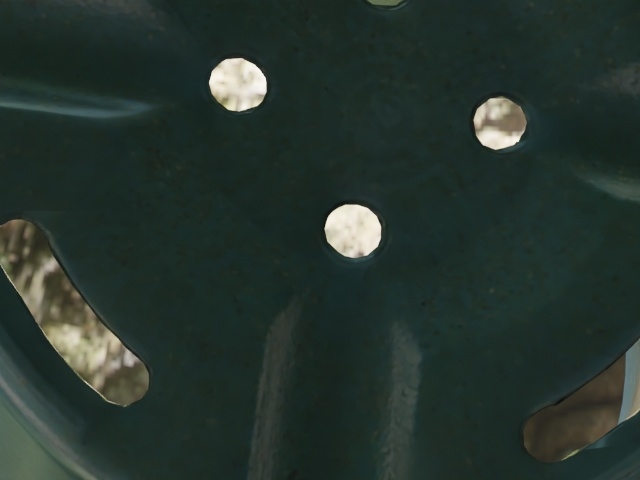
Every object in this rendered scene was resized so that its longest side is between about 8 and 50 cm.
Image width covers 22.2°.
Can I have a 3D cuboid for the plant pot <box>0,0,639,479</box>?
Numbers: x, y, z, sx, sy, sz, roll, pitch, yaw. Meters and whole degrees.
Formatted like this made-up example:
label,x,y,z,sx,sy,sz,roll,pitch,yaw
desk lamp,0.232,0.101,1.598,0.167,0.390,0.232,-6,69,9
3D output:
label,x,y,z,sx,sy,sz,roll,pitch,yaw
plant pot,0.000,0.000,0.587,0.341,0.341,0.334,9,-16,-3
